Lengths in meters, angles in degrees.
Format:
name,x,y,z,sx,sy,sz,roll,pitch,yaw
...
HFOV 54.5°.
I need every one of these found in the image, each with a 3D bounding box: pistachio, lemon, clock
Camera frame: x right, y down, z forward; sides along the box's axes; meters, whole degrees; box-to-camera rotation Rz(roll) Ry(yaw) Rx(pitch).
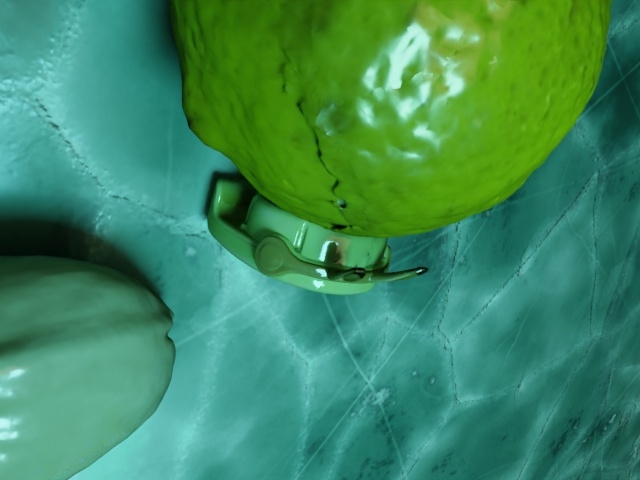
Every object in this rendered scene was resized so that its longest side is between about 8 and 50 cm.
name,x,y,z,sx,sy,sz,roll,pitch,yaw
pistachio,-0.259,0.116,0.535,0.331,0.208,0.226,-14,164,-47
lemon,0.062,-0.184,0.523,0.387,0.350,0.350,-31,126,-14
clock,0.000,0.000,0.640,0.170,0.232,0.069,5,108,-39
